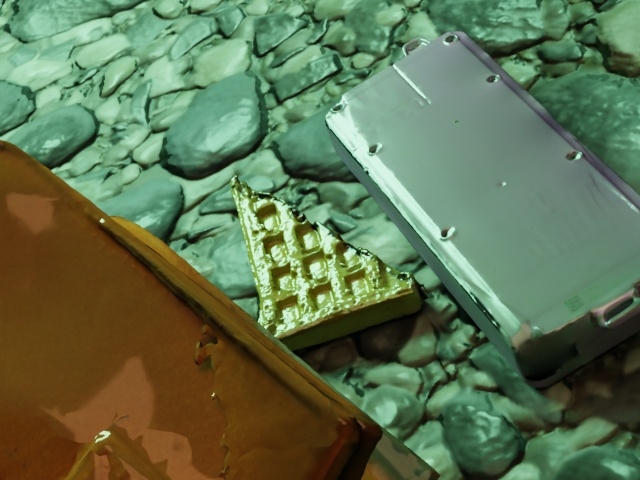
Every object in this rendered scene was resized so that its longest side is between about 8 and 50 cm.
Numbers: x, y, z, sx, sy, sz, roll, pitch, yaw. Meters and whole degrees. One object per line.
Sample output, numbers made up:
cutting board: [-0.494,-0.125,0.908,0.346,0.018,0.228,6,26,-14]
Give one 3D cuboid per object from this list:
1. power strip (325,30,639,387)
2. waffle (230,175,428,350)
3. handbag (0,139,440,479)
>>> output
power strip: [0.099,-0.028,0.847,0.109,0.037,0.279,-31,43,-5]
waffle: [0.000,0.000,0.880,0.098,0.023,0.152,-21,42,4]
handbag: [-0.179,0.173,0.650,0.303,0.116,0.410,36,83,33]
